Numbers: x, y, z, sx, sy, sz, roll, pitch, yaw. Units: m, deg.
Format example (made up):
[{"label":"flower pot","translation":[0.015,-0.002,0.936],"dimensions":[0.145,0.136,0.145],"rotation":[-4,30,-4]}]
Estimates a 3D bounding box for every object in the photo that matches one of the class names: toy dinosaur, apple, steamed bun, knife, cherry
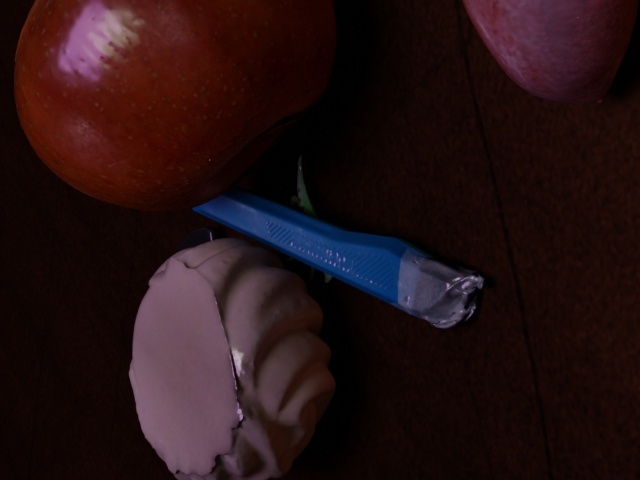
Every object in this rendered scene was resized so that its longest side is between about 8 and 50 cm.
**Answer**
[{"label":"toy dinosaur","translation":[-0.006,-0.011,1.020],"dimensions":[0.062,0.021,0.083],"rotation":[33,125,43]},{"label":"apple","translation":[-0.093,-0.118,0.984],"dimensions":[0.173,0.210,0.235],"rotation":[43,144,10]},{"label":"steamed bun","translation":[-0.057,0.090,1.034],"dimensions":[0.183,0.106,0.183],"rotation":[12,105,52]},{"label":"knife","translation":[0.002,0.000,0.981],"dimensions":[0.296,0.026,0.044],"rotation":[24,117,45]},{"label":"cherry","translation":[0.119,-0.137,0.751],"dimensions":[0.106,0.087,0.126],"rotation":[-30,66,59]}]

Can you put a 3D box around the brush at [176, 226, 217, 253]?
[{"label":"brush","translation":[-0.079,0.085,1.146],"dimensions":[0.063,0.016,0.193],"rotation":[-29,69,55]}]
